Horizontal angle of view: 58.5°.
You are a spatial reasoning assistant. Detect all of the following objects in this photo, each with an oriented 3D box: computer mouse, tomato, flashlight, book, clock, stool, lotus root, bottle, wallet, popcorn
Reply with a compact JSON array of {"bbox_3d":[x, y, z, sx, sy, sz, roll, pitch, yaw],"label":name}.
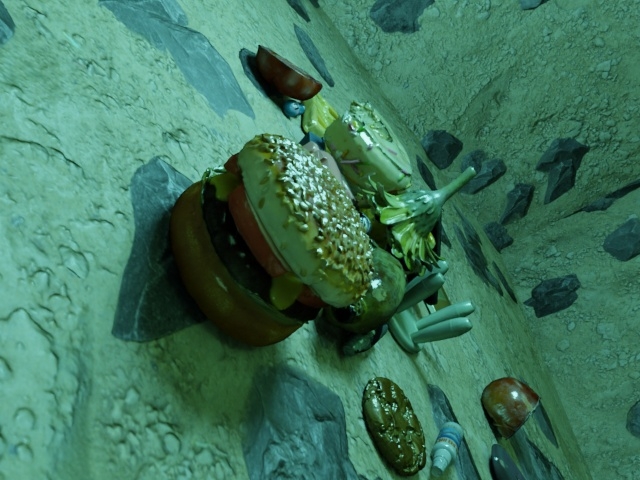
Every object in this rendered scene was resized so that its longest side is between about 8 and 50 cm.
[{"bbox_3d":[0.553,0.698,1.644,0.232,0.057,0.120,56,21,-1],"label":"computer mouse"},{"bbox_3d":[-0.104,-0.489,1.694,0.225,0.085,0.225,30,20,-12],"label":"tomato"},{"bbox_3d":[-0.078,-0.401,1.731,0.051,0.051,0.129,57,16,-4],"label":"flashlight"},{"bbox_3d":[0.391,0.145,2.052,0.269,0.032,0.388,24,40,-58],"label":"book"},{"bbox_3d":[0.021,-0.097,1.422,0.241,0.142,0.227,46,25,-38],"label":"clock"},{"bbox_3d":[0.294,0.186,1.563,0.195,0.199,0.195,59,23,-2],"label":"stool"},{"bbox_3d":[0.610,0.532,1.876,0.155,0.180,0.214,47,10,19],"label":"tomato"},{"bbox_3d":[0.088,0.112,1.250,0.173,0.173,0.309,56,27,-8],"label":"lotus root"},{"bbox_3d":[0.294,0.496,1.345,0.060,0.060,0.217,61,22,5],"label":"bottle"},{"bbox_3d":[0.319,0.027,1.753,0.172,0.045,0.317,-130,-146,-60],"label":"wallet"},{"bbox_3d":[0.210,-0.016,1.674,0.190,0.192,0.253,115,-44,-71],"label":"popcorn"}]

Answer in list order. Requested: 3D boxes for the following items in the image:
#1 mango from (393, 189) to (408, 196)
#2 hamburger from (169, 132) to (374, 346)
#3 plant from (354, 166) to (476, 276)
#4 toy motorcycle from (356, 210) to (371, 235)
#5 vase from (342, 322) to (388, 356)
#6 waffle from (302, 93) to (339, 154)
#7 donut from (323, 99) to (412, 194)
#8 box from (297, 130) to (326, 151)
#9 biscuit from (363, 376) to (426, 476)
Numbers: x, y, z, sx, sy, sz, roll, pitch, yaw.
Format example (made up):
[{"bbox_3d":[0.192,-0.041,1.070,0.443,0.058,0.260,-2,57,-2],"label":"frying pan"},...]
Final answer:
[{"bbox_3d":[0.240,-0.118,1.921,0.192,0.146,0.316,63,13,-13],"label":"mango"},{"bbox_3d":[-0.068,-0.009,0.955,0.330,0.250,0.329,47,25,-30],"label":"hamburger"},{"bbox_3d":[0.248,-0.042,1.433,0.306,0.297,0.261,32,54,-69],"label":"plant"},{"bbox_3d":[0.000,0.000,1.230,0.073,0.225,0.152,107,-15,-65],"label":"toy motorcycle"},{"bbox_3d":[0.097,0.217,1.279,0.059,0.060,0.211,61,22,4],"label":"vase"},{"bbox_3d":[0.007,-0.388,1.876,0.168,0.057,0.274,44,26,-32],"label":"waffle"},{"bbox_3d":[0.150,-0.266,1.717,0.307,0.150,0.371,49,22,-9],"label":"donut"},{"bbox_3d":[-0.028,-0.261,1.623,0.054,0.074,0.099,35,30,-26],"label":"box"},{"bbox_3d":[0.164,0.392,1.220,0.226,0.042,0.225,48,24,-29],"label":"biscuit"}]
